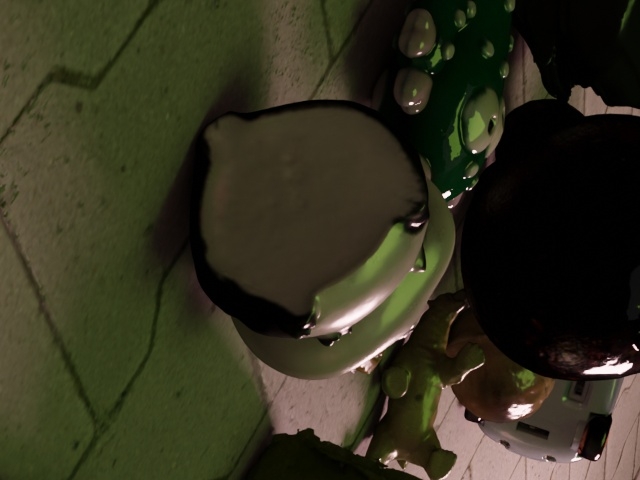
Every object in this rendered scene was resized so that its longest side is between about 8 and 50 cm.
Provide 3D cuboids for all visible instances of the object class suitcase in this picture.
[{"bbox_3d":[0.306,-0.303,1.841,0.339,0.188,0.345,-69,163,-3],"label":"suitcase"}]

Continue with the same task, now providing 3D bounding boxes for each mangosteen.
[{"bbox_3d":[0.283,-0.012,1.930,0.297,0.297,0.313,57,20,-67],"label":"mangosteen"}]

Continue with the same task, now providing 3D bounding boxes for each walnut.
[{"bbox_3d":[0.208,0.140,2.133,0.162,0.140,0.140,38,74,-55],"label":"walnut"}]

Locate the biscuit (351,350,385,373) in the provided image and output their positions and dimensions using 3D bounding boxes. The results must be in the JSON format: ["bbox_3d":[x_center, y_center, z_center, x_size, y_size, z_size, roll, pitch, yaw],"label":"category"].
[{"bbox_3d":[0.051,0.027,1.744,0.172,0.029,0.254,-66,161,-10],"label":"biscuit"}]

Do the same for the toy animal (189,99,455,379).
[{"bbox_3d":[0.005,0.004,1.375,0.187,0.165,0.235,-43,157,-5],"label":"toy animal"}]

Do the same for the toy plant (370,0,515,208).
[{"bbox_3d":[0.105,-0.122,1.601,0.232,0.113,0.243,-37,138,-60],"label":"toy plant"}]

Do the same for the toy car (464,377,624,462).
[{"bbox_3d":[0.304,0.138,2.350,0.212,0.181,0.270,-52,158,-65],"label":"toy car"}]

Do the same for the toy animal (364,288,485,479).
[{"bbox_3d":[0.106,0.159,1.965,0.101,0.103,0.218,-88,-169,-75],"label":"toy animal"}]

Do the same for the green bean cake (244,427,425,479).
[{"bbox_3d":[0.012,0.290,1.639,0.200,0.214,0.113,-62,154,-21],"label":"green bean cake"}]
